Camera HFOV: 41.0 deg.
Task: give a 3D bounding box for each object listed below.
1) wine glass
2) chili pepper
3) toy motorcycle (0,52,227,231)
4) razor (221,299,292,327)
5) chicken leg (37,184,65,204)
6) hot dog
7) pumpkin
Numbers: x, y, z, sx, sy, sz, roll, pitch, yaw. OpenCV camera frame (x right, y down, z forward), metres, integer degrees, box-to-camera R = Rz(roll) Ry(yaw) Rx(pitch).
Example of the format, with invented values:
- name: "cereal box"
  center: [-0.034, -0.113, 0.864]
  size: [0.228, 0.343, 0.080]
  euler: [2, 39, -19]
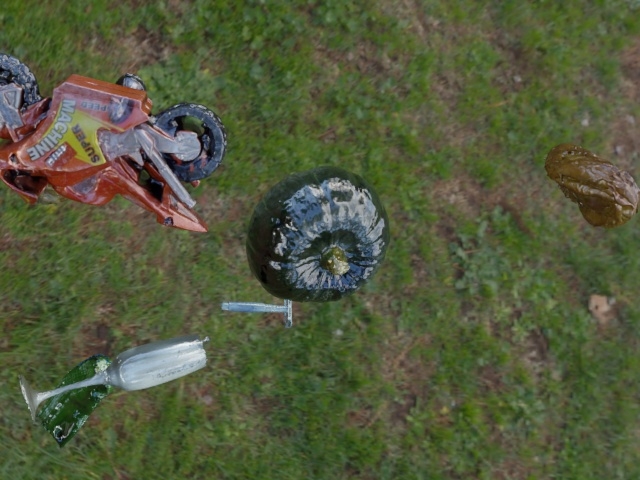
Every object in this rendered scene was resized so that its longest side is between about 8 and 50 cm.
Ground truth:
- name: "wine glass"
  center: [-0.282, 0.186, 1.205]
  size: [0.262, 0.074, 0.074]
  euler: [-14, 90, -20]
- name: "chili pepper"
  center: [-0.445, 0.290, 1.564]
  size: [0.061, 0.224, 0.098]
  euler: [1, 50, -53]
- name: "toy motorcycle"
  center: [-0.258, -0.107, 0.973]
  size: [0.298, 0.089, 0.171]
  euler: [14, 106, -8]
- name: "razor"
  center: [-0.122, 0.129, 1.640]
  size: [0.135, 0.040, 0.068]
  euler: [4, 57, -9]
- name: "chicken leg"
  center: [-0.478, -0.121, 1.500]
  size: [0.069, 0.198, 0.085]
  euler: [-39, 79, -24]
- name: "hot dog"
  center: [0.182, -0.039, 0.581]
  size: [0.035, 0.083, 0.058]
  euler: [-43, 110, 8]
- name: "pumpkin"
  center: [-0.002, -0.002, 1.221]
  size: [0.211, 0.152, 0.212]
  euler: [-5, 116, -10]
